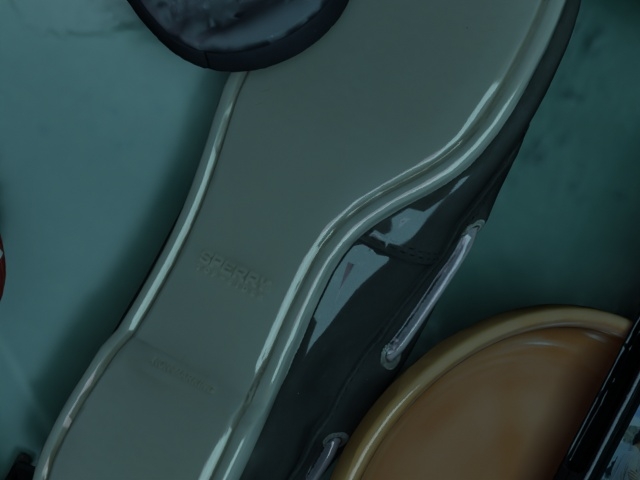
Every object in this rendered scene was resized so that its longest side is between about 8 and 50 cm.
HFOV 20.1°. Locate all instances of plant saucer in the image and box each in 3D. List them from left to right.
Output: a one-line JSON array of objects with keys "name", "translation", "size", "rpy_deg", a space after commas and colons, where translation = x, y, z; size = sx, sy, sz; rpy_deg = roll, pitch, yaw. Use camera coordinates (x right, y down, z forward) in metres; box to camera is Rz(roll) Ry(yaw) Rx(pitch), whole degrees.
[{"name": "plant saucer", "translation": [0.079, 0.119, 0.762], "size": [0.200, 0.037, 0.200], "rpy_deg": [-9, 110, -27]}]

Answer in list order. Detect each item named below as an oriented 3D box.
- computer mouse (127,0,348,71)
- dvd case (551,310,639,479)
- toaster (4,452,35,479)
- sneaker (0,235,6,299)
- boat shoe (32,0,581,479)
[{"name": "computer mouse", "translation": [-0.039, -0.207, 0.708], "size": [0.184, 0.060, 0.262], "rpy_deg": [-32, 91, 0]}, {"name": "dvd case", "translation": [0.195, 0.073, 0.778], "size": [0.180, 0.022, 0.253], "rpy_deg": [26, 92, -33]}, {"name": "toaster", "translation": [-0.170, 0.192, 0.692], "size": [0.110, 0.186, 0.168], "rpy_deg": [4, 106, -8]}, {"name": "sneaker", "translation": [-0.238, 0.028, 0.659], "size": [0.221, 0.128, 0.087], "rpy_deg": [-12, 104, -39]}, {"name": "boat shoe", "translation": [0.000, 0.000, 0.739], "size": [0.112, 0.095, 0.335], "rpy_deg": [33, 88, 22]}]
